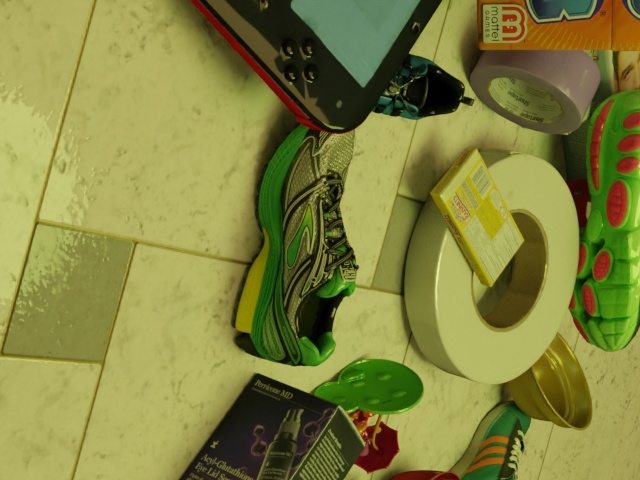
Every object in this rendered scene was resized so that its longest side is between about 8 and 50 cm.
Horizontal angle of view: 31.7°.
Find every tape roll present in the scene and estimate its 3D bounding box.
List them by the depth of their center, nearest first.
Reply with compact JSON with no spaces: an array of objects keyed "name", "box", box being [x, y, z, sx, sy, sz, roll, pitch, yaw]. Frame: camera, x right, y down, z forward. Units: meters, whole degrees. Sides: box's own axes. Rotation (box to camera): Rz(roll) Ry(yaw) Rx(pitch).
[{"name":"tape roll","box":[0.336,-0.251,1.769,0.189,0.189,0.080,45,66,-49]},{"name":"tape roll","box":[0.293,0.043,1.874,0.392,0.072,0.392,-10,105,-42]}]

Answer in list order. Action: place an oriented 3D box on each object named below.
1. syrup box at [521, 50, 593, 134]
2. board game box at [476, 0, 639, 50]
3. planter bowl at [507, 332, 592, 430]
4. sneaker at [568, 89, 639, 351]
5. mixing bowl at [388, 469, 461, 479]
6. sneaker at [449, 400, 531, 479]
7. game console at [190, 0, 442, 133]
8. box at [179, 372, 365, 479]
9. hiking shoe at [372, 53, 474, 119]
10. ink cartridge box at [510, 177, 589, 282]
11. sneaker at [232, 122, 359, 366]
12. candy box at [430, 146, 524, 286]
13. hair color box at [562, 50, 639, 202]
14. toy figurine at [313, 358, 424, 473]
[{"name":"syrup box","box":[0.399,-0.308,1.905,0.093,0.096,0.237,-34,128,-43]},{"name":"board game box","box":[0.412,-0.484,1.551,0.356,0.356,0.356,-60,149,-59]},{"name":"planter bowl","box":[0.413,0.268,2.109,0.217,0.090,0.217,36,37,-34]},{"name":"sneaker","box":[0.563,-0.023,1.992,0.202,0.185,0.483,-5,112,-31]},{"name":"mixing bowl","box":[0.149,0.453,1.864,0.181,0.098,0.181,-22,119,-47]},{"name":"sneaker","box":[0.323,0.422,2.058,0.302,0.121,0.108,-47,135,-32]},{"name":"game console","box":[0.013,-0.358,1.337,0.342,0.060,0.386,47,65,-35]},{"name":"box","box":[-0.066,0.301,1.490,0.207,0.153,0.108,-55,139,-25]},{"name":"hiking shoe","box":[0.077,-0.220,1.495,0.304,0.132,0.113,-7,108,-51]},{"name":"ink cartridge box","box":[0.435,0.008,2.064,0.181,0.056,0.225,-10,114,-30]},{"name":"sneaker","box":[0.000,0.000,1.468,0.134,0.146,0.344,1,101,-52]},{"name":"candy box","box":[0.246,-0.034,1.745,0.105,0.027,0.206,-49,127,-22]},{"name":"hair color box","box":[0.534,-0.268,2.080,0.185,0.113,0.374,-44,133,-33]},{"name":"toy figurine","box":[0.066,0.285,1.704,0.173,0.130,0.159,-12,124,-26]}]
